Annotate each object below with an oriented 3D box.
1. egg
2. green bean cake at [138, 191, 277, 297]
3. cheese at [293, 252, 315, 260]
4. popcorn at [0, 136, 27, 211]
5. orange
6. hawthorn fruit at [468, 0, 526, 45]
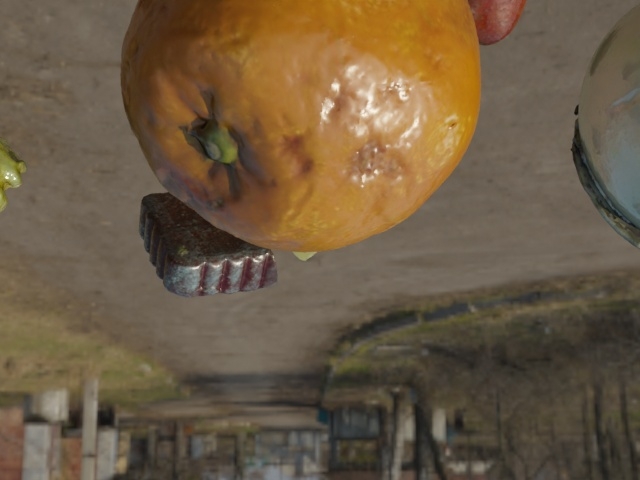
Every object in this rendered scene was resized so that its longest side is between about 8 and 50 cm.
[{"bbox_3d":[0.367,-0.118,0.798,0.286,0.264,0.174,-9,169,0],"label":"egg"},{"bbox_3d":[-0.208,0.004,1.697,0.199,0.232,0.097,-9,130,-29],"label":"green bean cake"},{"bbox_3d":[0.000,0.000,1.250,0.083,0.030,0.044,-19,125,15],"label":"cheese"},{"bbox_3d":[-0.439,-0.112,1.137,0.174,0.168,0.195,-16,157,-2],"label":"popcorn"},{"bbox_3d":[-0.014,-0.118,0.704,0.261,0.261,0.261,0,168,0],"label":"orange"},{"bbox_3d":[0.190,-0.306,1.156,0.133,0.132,0.138,1,151,-6],"label":"hawthorn fruit"}]
